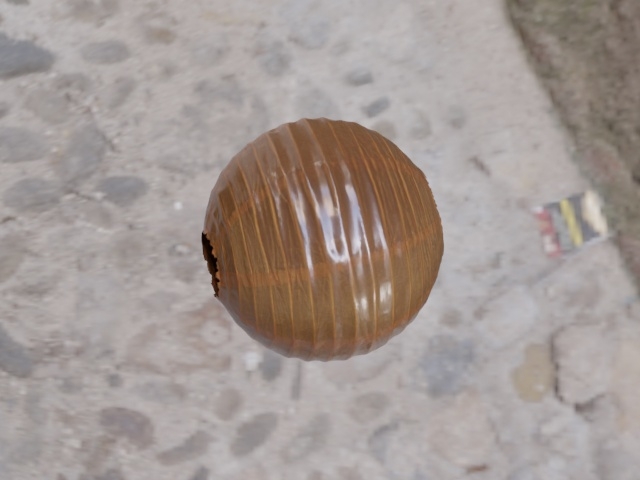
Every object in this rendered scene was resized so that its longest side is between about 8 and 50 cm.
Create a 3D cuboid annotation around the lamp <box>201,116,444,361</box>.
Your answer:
[{"bbox_3d":[0.000,0.000,0.893,0.136,0.136,0.136,2,86,-28],"label":"lamp"}]
